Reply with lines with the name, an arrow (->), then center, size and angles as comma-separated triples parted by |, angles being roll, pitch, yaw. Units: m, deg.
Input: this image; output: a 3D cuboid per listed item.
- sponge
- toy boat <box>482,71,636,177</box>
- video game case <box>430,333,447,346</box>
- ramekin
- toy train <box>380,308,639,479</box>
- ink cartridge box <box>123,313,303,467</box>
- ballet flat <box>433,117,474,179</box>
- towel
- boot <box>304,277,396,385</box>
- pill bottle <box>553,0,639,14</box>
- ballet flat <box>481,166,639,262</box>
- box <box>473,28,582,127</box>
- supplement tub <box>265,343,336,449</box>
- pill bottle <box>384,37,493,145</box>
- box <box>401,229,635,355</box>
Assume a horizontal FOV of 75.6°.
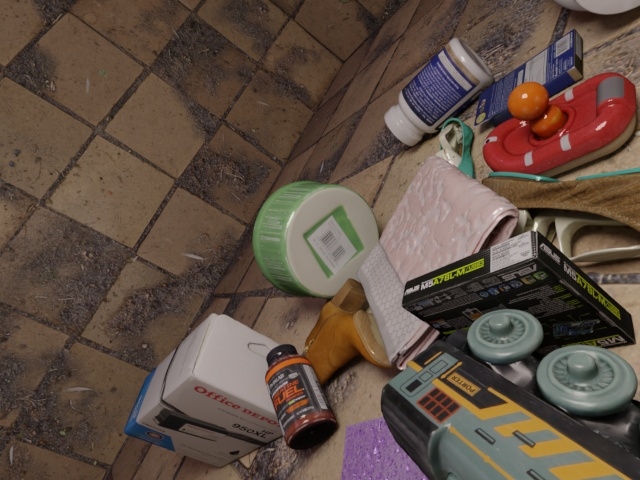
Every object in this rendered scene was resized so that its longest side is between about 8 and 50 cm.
sponge -> 0.107, 0.330, 0.634 | 0.210, 0.031, 0.117 | -38, 27, 41
toy boat -> 0.366, -0.198, 0.677 | 0.231, 0.151, 0.151 | -27, 34, 53
video game case -> 0.222, 0.056, 0.737 | 0.248, 0.035, 0.274 | -55, 18, 29
ramekin -> 0.000, 0.000, 1.023 | 0.148, 0.303, 0.303 | 8, 65, 60
toy train -> 0.204, 0.188, 0.367 | 0.190, 0.142, 0.334 | -32, 24, -16
ink cartridge box -> -0.251, 0.383, 1.008 | 0.395, 0.285, 0.166 | -43, 25, 34
ballet flat -> 0.293, -0.189, 0.930 | 0.083, 0.087, 0.247 | -34, 29, 46
towel -> 0.180, 0.018, 0.754 | 0.317, 0.053, 0.332 | -61, 16, 20
boot -> 0.052, 0.228, 0.855 | 0.211, 0.104, 0.295 | -60, 19, 15
pill bottle -> 0.531, -0.598, 0.803 | 0.229, 0.229, 0.407 | -39, 26, 40
ballet flat -> 0.344, -0.034, 0.576 | 0.342, 0.116, 0.124 | 19, 96, 66
box -> 0.439, -0.331, 0.886 | 0.225, 0.036, 0.136 | -27, 34, 52
supplement tub -> -0.051, 0.308, 0.841 | 0.106, 0.106, 0.198 | -51, 42, 16
pill bottle -> 0.307, -0.386, 1.106 | 0.265, 0.153, 0.153 | -40, 25, 37
box -> 0.230, 0.085, 0.505 | 0.191, 0.184, 0.045 | -34, 30, 48
